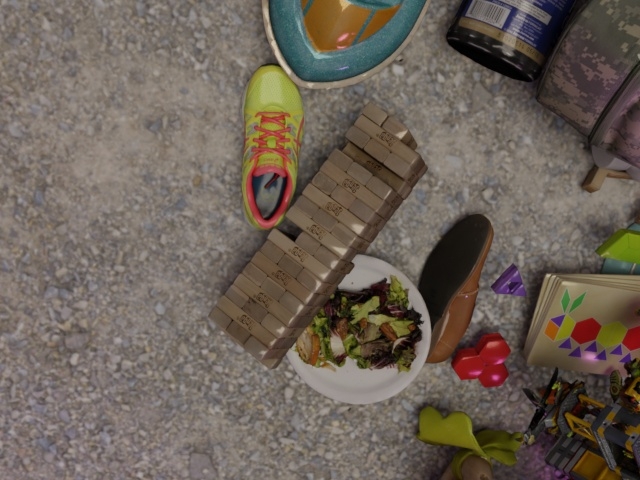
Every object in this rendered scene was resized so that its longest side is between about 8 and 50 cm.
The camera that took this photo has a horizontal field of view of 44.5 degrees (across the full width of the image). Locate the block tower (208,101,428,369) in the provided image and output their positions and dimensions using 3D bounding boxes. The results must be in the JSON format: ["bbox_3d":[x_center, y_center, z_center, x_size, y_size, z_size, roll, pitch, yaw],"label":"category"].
[{"bbox_3d":[0.000,0.000,0.951,0.091,0.097,0.335,37,94,16],"label":"block tower"}]

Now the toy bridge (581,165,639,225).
[{"bbox_3d":[0.441,-0.048,1.038,0.188,0.026,0.063,31,77,-4],"label":"toy bridge"}]

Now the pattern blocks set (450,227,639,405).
[{"bbox_3d":[0.364,0.112,1.046,0.325,0.026,0.285,16,114,-17],"label":"pattern blocks set"}]

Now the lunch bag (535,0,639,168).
[{"bbox_3d":[0.435,-0.213,0.856,0.256,0.212,0.305,42,76,12],"label":"lunch bag"}]

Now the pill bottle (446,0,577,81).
[{"bbox_3d":[0.248,-0.310,0.918,0.123,0.123,0.219,25,99,-11],"label":"pill bottle"}]

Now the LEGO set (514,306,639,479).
[{"bbox_3d":[0.395,0.229,1.027,0.255,0.192,0.331,-52,129,-14],"label":"LEGO set"}]

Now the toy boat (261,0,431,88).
[{"bbox_3d":[-0.021,-0.319,0.873,0.318,0.148,0.267,22,99,-11],"label":"toy boat"}]

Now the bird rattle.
[{"bbox_3d":[0.193,0.350,1.010,0.143,0.253,0.207,13,125,-9],"label":"bird rattle"}]

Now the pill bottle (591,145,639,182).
[{"bbox_3d":[0.452,-0.122,0.990,0.193,0.108,0.108,5,102,-7],"label":"pill bottle"}]

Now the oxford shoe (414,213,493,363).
[{"bbox_3d":[0.178,0.065,1.032,0.076,0.076,0.212,15,105,-35],"label":"oxford shoe"}]

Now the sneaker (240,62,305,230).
[{"bbox_3d":[-0.057,-0.108,0.944,0.081,0.094,0.208,0,101,-5],"label":"sneaker"}]

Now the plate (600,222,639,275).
[{"bbox_3d":[0.479,0.054,1.077,0.188,0.024,0.188,-2,103,-7],"label":"plate"}]

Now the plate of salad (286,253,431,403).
[{"bbox_3d":[0.041,0.117,1.006,0.200,0.048,0.199,2,96,14],"label":"plate of salad"}]
